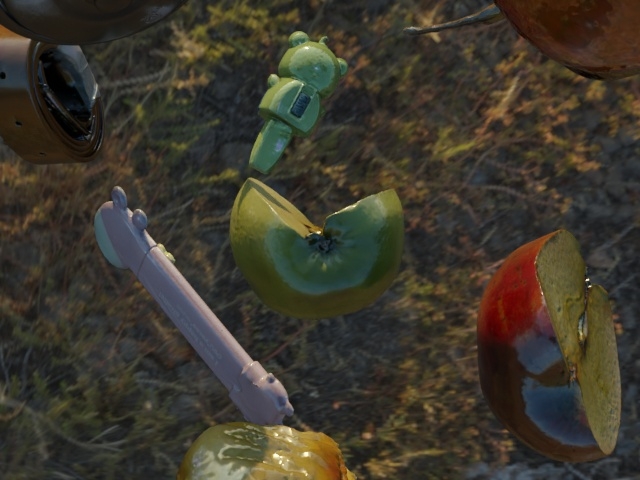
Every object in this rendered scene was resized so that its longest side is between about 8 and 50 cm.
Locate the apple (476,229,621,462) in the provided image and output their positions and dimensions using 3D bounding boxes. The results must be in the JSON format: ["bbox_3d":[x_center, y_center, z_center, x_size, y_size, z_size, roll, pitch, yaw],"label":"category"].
[{"bbox_3d":[0.402,0.169,1.935,0.295,0.329,0.365,17,43,2],"label":"apple"}]

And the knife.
[{"bbox_3d":[-0.170,0.093,1.506,0.038,0.132,0.399,-27,67,-38],"label":"knife"}]

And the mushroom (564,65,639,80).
[{"bbox_3d":[0.357,-0.301,1.397,0.231,0.138,0.194,0,74,-27],"label":"mushroom"}]

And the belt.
[{"bbox_3d":[-0.415,-0.221,1.721,0.105,0.261,0.184,-1,67,17],"label":"belt"}]

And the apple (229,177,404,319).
[{"bbox_3d":[-0.007,0.020,1.928,0.295,0.258,0.234,3,98,-3],"label":"apple"}]

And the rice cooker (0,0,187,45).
[{"bbox_3d":[-0.229,-0.317,1.112,0.280,0.241,0.227,-6,60,-31],"label":"rice cooker"}]

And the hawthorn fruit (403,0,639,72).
[{"bbox_3d":[0.237,-0.241,0.894,0.235,0.263,0.231,40,69,16],"label":"hawthorn fruit"}]

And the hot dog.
[{"bbox_3d":[-0.026,0.367,1.121,0.196,0.367,0.366,-14,52,10],"label":"hot dog"}]

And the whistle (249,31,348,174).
[{"bbox_3d":[-0.040,-0.202,1.698,0.105,0.085,0.227,30,83,-22],"label":"whistle"}]
